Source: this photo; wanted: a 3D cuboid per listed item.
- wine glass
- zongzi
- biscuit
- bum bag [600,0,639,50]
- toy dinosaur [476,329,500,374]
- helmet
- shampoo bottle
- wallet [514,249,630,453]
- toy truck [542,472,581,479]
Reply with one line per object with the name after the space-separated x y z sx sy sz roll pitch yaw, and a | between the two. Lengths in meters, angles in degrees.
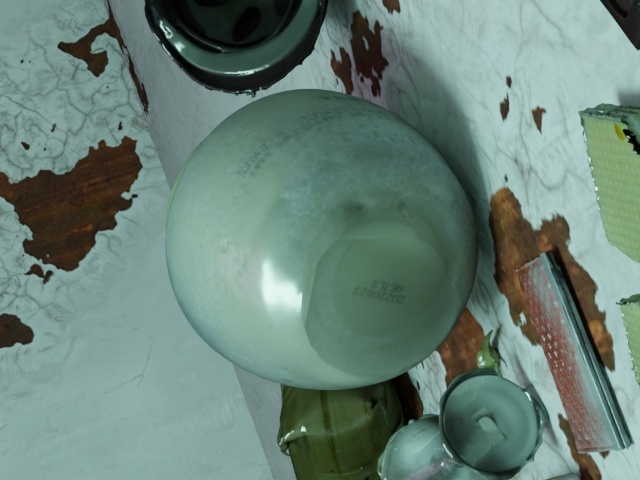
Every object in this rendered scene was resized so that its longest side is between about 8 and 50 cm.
0.161 0.235 1.541 0.232 0.156 0.156 114 136 -65 | wine glass
0.039 0.294 2.085 0.418 0.181 0.447 -101 0 -51 | zongzi
0.265 0.018 1.050 0.147 0.046 0.250 -154 47 -73 | biscuit
0.223 -0.223 0.964 0.159 0.026 0.109 101 148 -53 | bum bag
0.187 0.135 1.535 0.113 0.026 0.041 80 -175 -64 | toy dinosaur
-0.094 -0.321 1.683 0.177 0.225 0.305 -18 -89 -76 | helmet
0.000 0.000 1.486 0.317 0.322 0.322 18 126 60 | shampoo bottle
0.238 0.110 1.327 0.103 0.020 0.196 134 116 -74 | wallet
0.231 0.319 1.463 0.227 0.098 0.114 98 156 -64 | toy truck
